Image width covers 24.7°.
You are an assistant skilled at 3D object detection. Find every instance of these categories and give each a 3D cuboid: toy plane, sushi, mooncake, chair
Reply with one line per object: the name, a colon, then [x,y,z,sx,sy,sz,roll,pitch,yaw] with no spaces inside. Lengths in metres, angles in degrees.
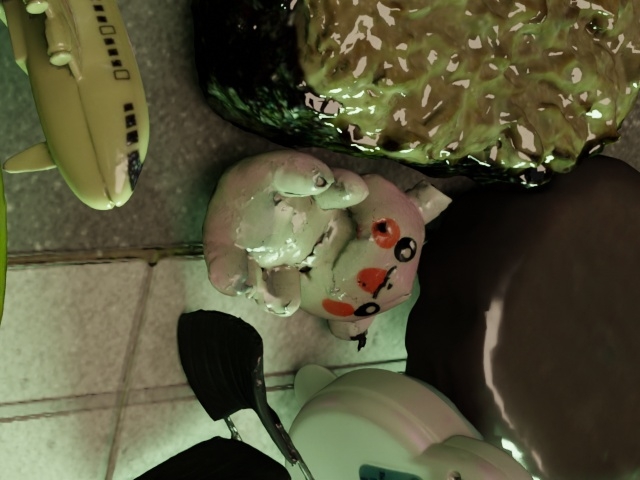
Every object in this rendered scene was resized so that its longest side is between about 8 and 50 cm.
toy plane: [-0.154,-0.130,0.873,0.092,0.229,0.244,-10,71,6]
sushi: [0.082,-0.146,1.048,0.350,0.171,0.211,3,99,-35]
mooncake: [0.194,0.071,1.197,0.283,0.141,0.283,-2,94,-35]
chair: [-0.081,0.179,1.046,0.145,0.140,0.221,-27,114,-25]

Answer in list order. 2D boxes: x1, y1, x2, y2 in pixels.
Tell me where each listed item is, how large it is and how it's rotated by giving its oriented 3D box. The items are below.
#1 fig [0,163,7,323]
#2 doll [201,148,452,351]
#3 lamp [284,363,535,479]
fig: [-0.287,-0.012,0.791,0.258,0.258,0.326,29,73,-35]
doll: [0.000,0.000,1.078,0.192,0.095,0.149,22,107,-35]
lamp: [0.076,0.183,1.086,0.108,0.246,0.180,-30,118,-35]
